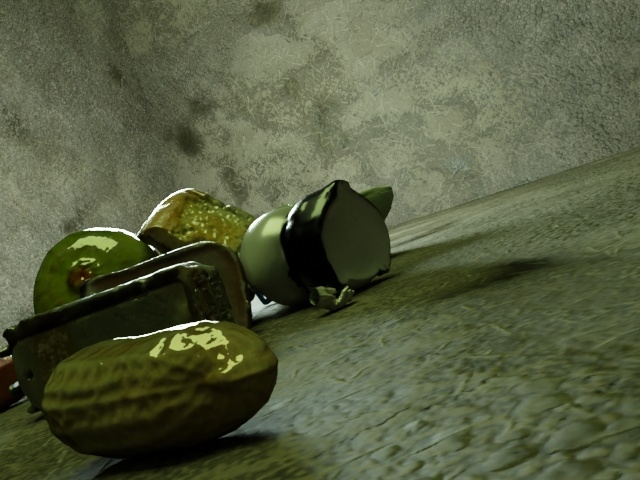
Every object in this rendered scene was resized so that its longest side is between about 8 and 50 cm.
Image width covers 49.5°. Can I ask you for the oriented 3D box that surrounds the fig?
[{"bbox_3d":[-0.429,0.120,1.384,0.258,0.258,0.326,-20,-17,-17],"label":"fig"}]

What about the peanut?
[{"bbox_3d":[-0.112,0.106,0.484,0.194,0.083,0.093,-14,-32,25],"label":"peanut"}]

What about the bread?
[{"bbox_3d":[-0.234,-0.008,1.314,0.204,0.163,0.262,24,-9,-3],"label":"bread"}]

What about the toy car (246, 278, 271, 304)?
[{"bbox_3d":[-0.091,0.066,1.369,0.100,0.097,0.191,-41,-12,12],"label":"toy car"}]

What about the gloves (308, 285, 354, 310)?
[{"bbox_3d":[0.010,0.074,0.919,0.080,0.037,0.044,-3,29,-29],"label":"gloves"}]

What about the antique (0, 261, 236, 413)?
[{"bbox_3d":[-0.257,0.125,0.867,0.284,0.125,0.150,-19,0,8],"label":"antique"}]

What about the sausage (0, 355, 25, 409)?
[{"bbox_3d":[-0.534,0.238,1.116,0.089,0.089,0.179,-19,7,26],"label":"sausage"}]

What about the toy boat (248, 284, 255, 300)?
[{"bbox_3d":[-0.190,0.111,1.184,0.140,0.099,0.318,-23,5,-26],"label":"toy boat"}]

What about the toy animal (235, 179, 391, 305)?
[{"bbox_3d":[-0.020,0.017,1.109,0.235,0.165,0.187,-22,-7,43],"label":"toy animal"}]

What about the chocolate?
[{"bbox_3d":[-0.214,0.102,1.019,0.261,0.161,0.083,-15,-17,12],"label":"chocolate"}]

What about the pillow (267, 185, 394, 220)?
[{"bbox_3d":[0.006,-0.013,1.519,0.274,0.076,0.281,-12,-29,-14],"label":"pillow"}]
